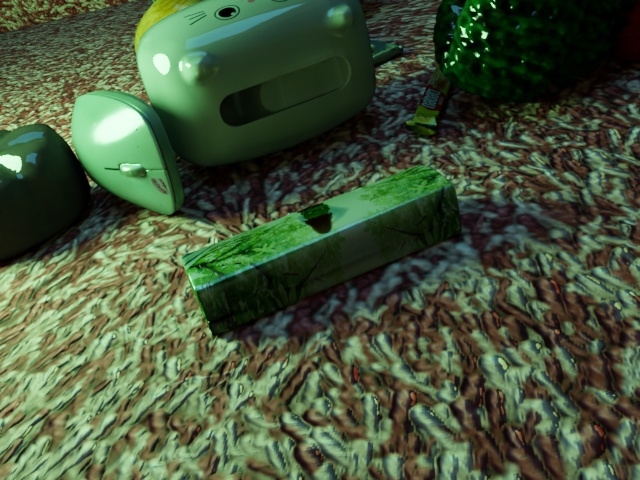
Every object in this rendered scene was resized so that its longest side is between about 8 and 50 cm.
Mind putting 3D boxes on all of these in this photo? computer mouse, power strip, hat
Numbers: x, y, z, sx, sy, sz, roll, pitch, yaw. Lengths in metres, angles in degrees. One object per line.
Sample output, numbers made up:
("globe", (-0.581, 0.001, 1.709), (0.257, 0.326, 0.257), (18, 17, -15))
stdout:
("computer mouse", (-0.281, -0.122, 0.917), (0.097, 0.159, 0.288), (-22, 29, -22))
("power strip", (0.025, -0.371, 1.299), (0.213, 0.064, 0.198), (-28, 33, -23))
("hat", (0.343, -0.310, 0.906), (0.332, 0.274, 0.242), (11, 40, -9))

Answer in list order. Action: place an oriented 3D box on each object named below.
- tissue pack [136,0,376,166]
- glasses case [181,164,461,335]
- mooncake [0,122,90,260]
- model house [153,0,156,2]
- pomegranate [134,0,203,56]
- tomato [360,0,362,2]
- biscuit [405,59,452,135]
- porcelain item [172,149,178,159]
("tissue pack", (-0.085, -0.247, 0.966), (0.333, 0.229, 0.236), (-23, 29, -12))
("glasses case", (0.000, 0.000, 0.672), (0.272, 0.062, 0.095), (-22, 30, -12))
("mooncake", (-0.454, -0.068, 0.947), (0.245, 0.133, 0.245), (-11, 37, 8))
("model house", (-0.217, -0.476, 1.464), (0.190, 0.271, 0.301), (-37, 52, 5))
("pomegranate", (-0.230, -0.368, 1.255), (0.248, 0.248, 0.248), (-12, 29, 7))
("tomato", (-0.004, -0.705, 1.641), (0.316, 0.317, 0.282), (-14, 53, 4))
("biscuit", (0.178, -0.226, 1.016), (0.048, 0.026, 0.292), (14, 36, 10))
("porcelain item", (-0.247, -0.129, 1.050), (0.036, 0.028, 0.083), (-11, 26, 44))
